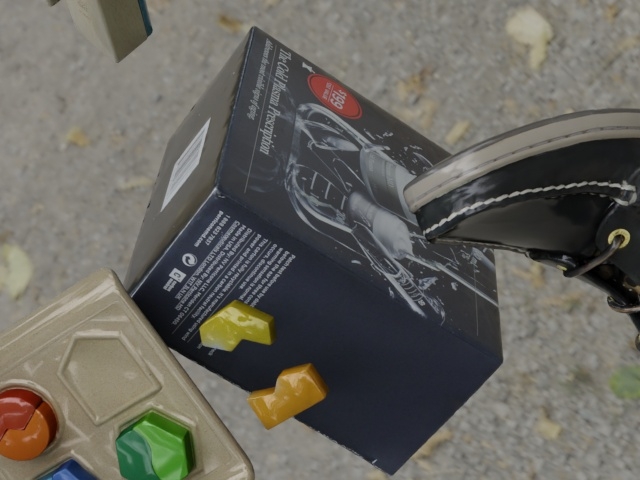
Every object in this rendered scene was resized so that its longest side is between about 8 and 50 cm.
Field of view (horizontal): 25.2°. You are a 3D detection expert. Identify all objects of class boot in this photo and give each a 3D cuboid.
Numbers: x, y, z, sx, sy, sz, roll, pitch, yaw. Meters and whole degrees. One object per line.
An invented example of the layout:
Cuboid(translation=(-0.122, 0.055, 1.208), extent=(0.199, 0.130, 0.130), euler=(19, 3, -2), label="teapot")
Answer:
Cuboid(translation=(0.250, 0.058, 1.053), extent=(0.138, 0.377, 0.284), euler=(-29, 68, 50), label="boot")

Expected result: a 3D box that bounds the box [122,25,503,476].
Cuboid(translation=(0.000, 0.000, 1.409), extent=(0.179, 0.312, 0.343), euler=(-49, 18, 28), label="box")

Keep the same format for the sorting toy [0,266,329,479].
Cuboid(translation=(-0.161, 0.143, 1.212), extent=(0.307, 0.041, 0.229), euler=(-32, 96, 20), label="sorting toy")

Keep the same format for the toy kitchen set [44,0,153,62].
Cuboid(translation=(-0.183, -0.282, 1.152), extent=(0.207, 0.122, 0.166), euler=(40, 72, 20), label="toy kitchen set")
